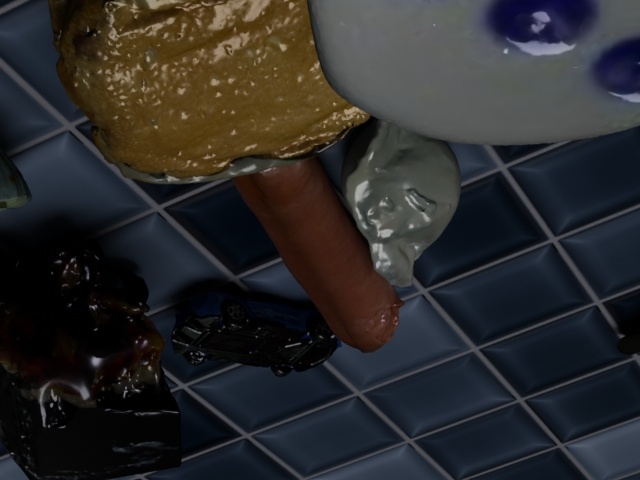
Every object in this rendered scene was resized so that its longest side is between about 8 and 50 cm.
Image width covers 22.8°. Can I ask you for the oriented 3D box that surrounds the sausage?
[{"bbox_3d":[0.000,0.000,1.690,0.094,0.094,0.419,-21,144,8],"label":"sausage"}]

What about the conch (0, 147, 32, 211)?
[{"bbox_3d":[-0.376,-0.052,1.493,0.172,0.131,0.200,-31,-173,-8],"label":"conch"}]

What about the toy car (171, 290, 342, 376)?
[{"bbox_3d":[-0.073,0.105,1.846,0.216,0.063,0.103,11,141,-36],"label":"toy car"}]

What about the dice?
[{"bbox_3d":[0.142,-0.253,1.087,0.304,0.304,0.277,-5,142,6],"label":"dice"}]

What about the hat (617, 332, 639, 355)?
[{"bbox_3d":[0.451,0.099,1.979,0.147,0.085,0.175,8,165,-42],"label":"hat"}]

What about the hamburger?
[{"bbox_3d":[-0.085,-0.178,1.362,0.319,0.158,0.318,-7,144,-5],"label":"hamburger"}]

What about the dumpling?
[{"bbox_3d":[0.076,-0.040,1.612,0.124,0.151,0.229,6,152,25],"label":"dumpling"}]

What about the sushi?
[{"bbox_3d":[-0.274,0.112,1.666,0.215,0.227,0.212,-9,138,-10],"label":"sushi"}]
